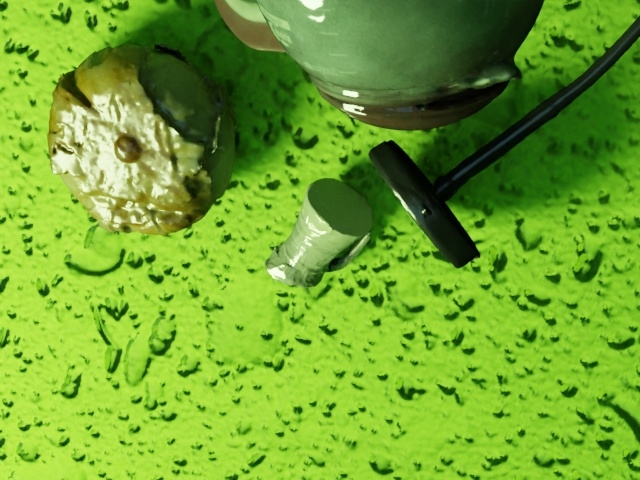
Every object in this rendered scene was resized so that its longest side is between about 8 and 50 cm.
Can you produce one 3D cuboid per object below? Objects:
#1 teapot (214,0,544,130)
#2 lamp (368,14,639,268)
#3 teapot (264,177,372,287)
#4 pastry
[{"bbox_3d":[0.018,-0.233,1.296,0.315,0.233,0.312,21,127,41],"label":"teapot"},{"bbox_3d":[0.185,-0.112,1.347,0.371,0.108,0.130,-34,101,27],"label":"lamp"},{"bbox_3d":[0.000,0.000,1.492,0.067,0.057,0.083,19,129,-26],"label":"teapot"},{"bbox_3d":[-0.135,-0.076,1.477,0.153,0.081,0.153,12,126,17],"label":"pastry"}]
